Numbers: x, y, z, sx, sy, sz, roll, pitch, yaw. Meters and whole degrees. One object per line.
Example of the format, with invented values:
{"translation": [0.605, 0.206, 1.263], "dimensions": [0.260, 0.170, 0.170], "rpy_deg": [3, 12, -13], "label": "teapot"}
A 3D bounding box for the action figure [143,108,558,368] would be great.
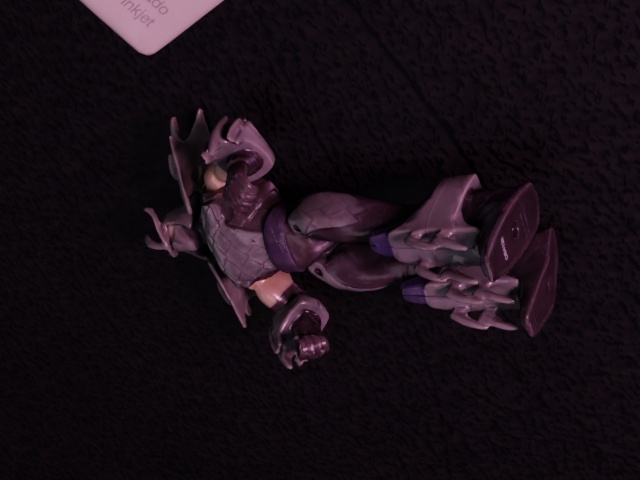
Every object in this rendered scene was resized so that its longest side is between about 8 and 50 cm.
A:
{"translation": [0.000, 0.000, 0.781], "dimensions": [0.285, 0.099, 0.185], "rpy_deg": [3, 139, 30], "label": "action figure"}

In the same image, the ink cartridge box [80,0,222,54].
{"translation": [-0.032, -0.231, 0.459], "dimensions": [0.273, 0.114, 0.197], "rpy_deg": [-34, 130, 20], "label": "ink cartridge box"}
